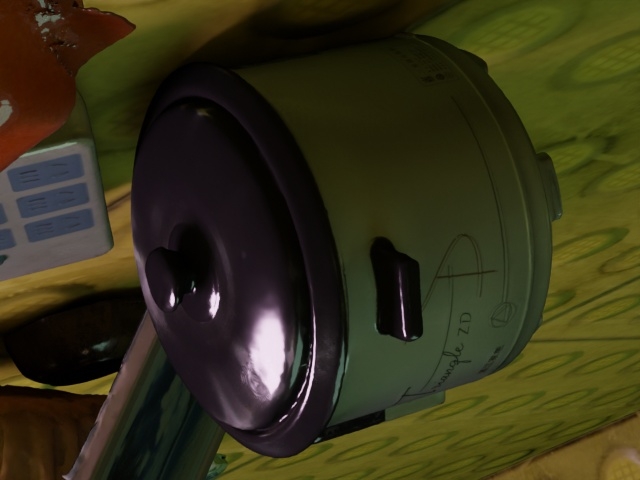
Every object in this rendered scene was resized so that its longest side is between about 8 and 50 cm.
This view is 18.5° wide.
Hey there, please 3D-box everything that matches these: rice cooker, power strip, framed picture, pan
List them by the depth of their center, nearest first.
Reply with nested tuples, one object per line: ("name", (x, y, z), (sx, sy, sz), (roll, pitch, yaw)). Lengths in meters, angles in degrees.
("rice cooker", (0.000, 0.000, 1.199), (0.227, 0.241, 0.280), (-14, -159, -30))
("power strip", (-0.196, -0.028, 1.233), (0.118, 0.046, 0.270), (-17, 166, -8))
("framed picture", (-0.099, 0.100, 1.436), (0.024, 0.315, 0.232), (23, 176, 18))
("pan", (-0.168, 0.073, 1.613), (0.202, 0.048, 0.128), (-28, 165, 36))

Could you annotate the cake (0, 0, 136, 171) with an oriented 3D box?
("cake", (-0.227, -0.054, 0.986), (0.287, 0.098, 0.135), (-40, 161, 30))

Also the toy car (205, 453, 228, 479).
("toy car", (-0.197, 0.276, 2.253), (0.186, 0.058, 0.093), (-9, 165, 3))

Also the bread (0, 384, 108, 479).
("bread", (-0.243, 0.191, 1.609), (0.274, 0.149, 0.274), (9, 180, 0))
